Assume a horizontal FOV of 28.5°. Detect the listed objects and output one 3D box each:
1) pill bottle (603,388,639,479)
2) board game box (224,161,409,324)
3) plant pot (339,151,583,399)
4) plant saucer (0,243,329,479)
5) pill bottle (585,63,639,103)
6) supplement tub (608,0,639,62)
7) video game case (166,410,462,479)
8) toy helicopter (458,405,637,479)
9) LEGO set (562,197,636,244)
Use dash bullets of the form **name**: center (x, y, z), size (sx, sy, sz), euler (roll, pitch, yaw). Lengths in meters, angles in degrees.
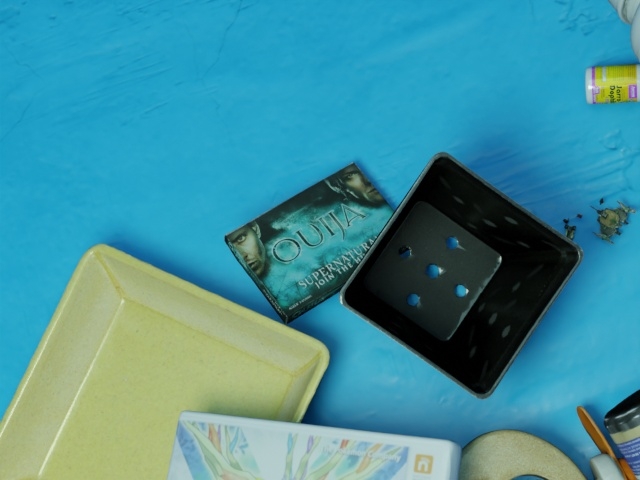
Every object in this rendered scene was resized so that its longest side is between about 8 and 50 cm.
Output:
- **pill bottle**: center (0.388, 0.241, 1.251), size (0.123, 0.123, 0.219), euler (-32, 84, 5)
- **board game box**: center (0.000, 0.000, 1.448), size (0.186, 0.026, 0.126), euler (-31, 69, -21)
- **plant pot**: center (0.134, 0.035, 1.351), size (0.188, 0.167, 0.187), euler (35, 86, -6)
- **plant saucer**: center (-0.189, 0.214, 1.455), size (0.333, 0.081, 0.332), euler (23, 84, 19)
- **pill bottle**: center (0.345, -0.178, 1.432), size (0.083, 0.043, 0.043), euler (-2, 76, 15)
- **supplement tub**: center (0.470, -0.205, 1.309), size (0.228, 0.228, 0.316), euler (-36, 70, 4)
- **video game case**: center (-0.031, 0.336, 1.277), size (0.329, 0.036, 0.300), euler (1, 74, 30)
- **toy helicopter**: center (0.284, 0.331, 1.297), size (0.355, 0.140, 0.235), euler (41, 80, 9)
- **LEGO set**: center (0.316, -0.020, 1.415), size (0.083, 0.023, 0.054), euler (1, 74, 28)
